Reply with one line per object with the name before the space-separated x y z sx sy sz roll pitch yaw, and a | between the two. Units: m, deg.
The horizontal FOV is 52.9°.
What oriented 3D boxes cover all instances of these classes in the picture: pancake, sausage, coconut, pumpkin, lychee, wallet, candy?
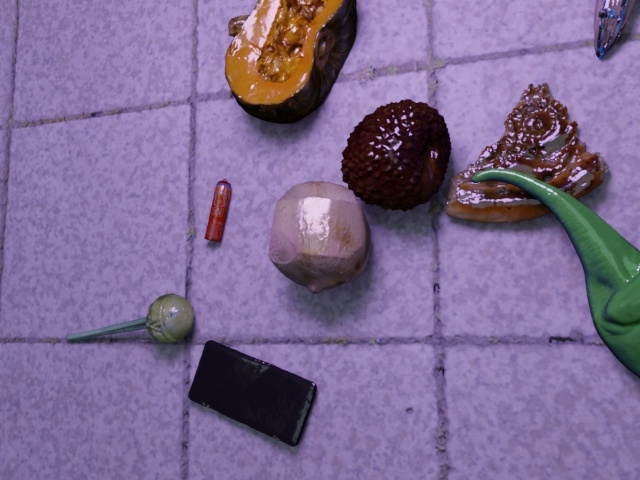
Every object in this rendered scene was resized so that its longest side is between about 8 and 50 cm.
pancake | 0.338 -0.150 1.076 0.266 0.057 0.244 1 83 20
sausage | -0.202 -0.062 1.277 0.034 0.034 0.129 11 87 21
coconut | 0.000 -0.001 1.119 0.194 0.194 0.194 -3 81 20
pumpkin | -0.068 -0.383 1.218 0.222 0.139 0.317 26 93 19
lychee | 0.124 -0.143 1.100 0.188 0.188 0.188 -3 81 20
wallet | -0.130 0.282 1.205 0.244 0.025 0.124 17 89 23
candy | -0.397 0.175 1.303 0.336 0.092 0.093 -12 115 26

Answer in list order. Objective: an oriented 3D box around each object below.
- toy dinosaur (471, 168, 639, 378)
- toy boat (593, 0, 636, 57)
toy dinosaur | 0.429 0.126 0.991 0.500 0.144 0.374 20 102 25
toy boat | 0.490 -0.404 1.058 0.084 0.066 0.210 25 103 55
